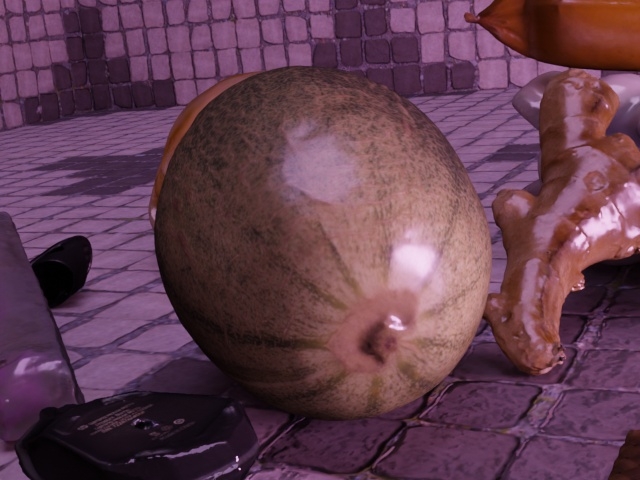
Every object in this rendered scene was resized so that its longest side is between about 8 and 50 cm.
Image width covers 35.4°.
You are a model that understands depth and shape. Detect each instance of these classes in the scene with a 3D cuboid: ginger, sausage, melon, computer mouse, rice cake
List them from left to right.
[{"bbox_3d":[-0.279,0.060,0.893,0.070,0.064,0.399,-21,27,-16],"label":"rice cake"},{"bbox_3d":[-0.111,0.136,0.622,0.192,0.062,0.106,-1,14,44],"label":"computer mouse"},{"bbox_3d":[0.000,0.000,0.746,0.249,0.248,0.329,-8,22,-7],"label":"melon"},{"bbox_3d":[0.216,-0.019,0.860,0.148,0.081,0.333,31,57,4],"label":"ginger"},{"bbox_3d":[0.312,-0.222,1.014,0.329,0.112,0.112,7,17,20],"label":"sausage"}]

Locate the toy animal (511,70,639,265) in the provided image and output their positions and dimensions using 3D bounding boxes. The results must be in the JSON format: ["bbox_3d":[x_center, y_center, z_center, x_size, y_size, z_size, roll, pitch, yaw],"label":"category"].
[{"bbox_3d":[0.349,-0.076,1.037,0.368,0.196,0.241,9,13,41],"label":"toy animal"}]

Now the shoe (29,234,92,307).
[{"bbox_3d":[-0.288,0.045,1.072,0.053,0.062,0.159,6,24,33],"label":"shoe"}]

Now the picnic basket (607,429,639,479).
[{"bbox_3d":[0.174,0.147,0.473,0.110,0.054,0.193,2,14,29],"label":"picnic basket"}]

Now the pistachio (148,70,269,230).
[{"bbox_3d":[-0.060,-0.090,1.235,0.309,0.229,0.230,-19,18,-29],"label":"pistachio"}]
